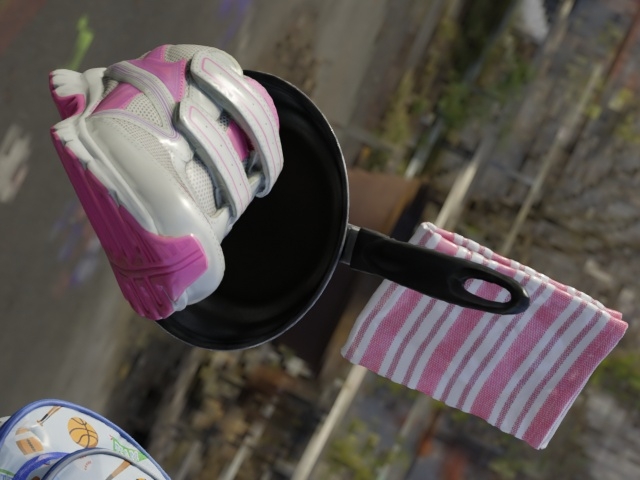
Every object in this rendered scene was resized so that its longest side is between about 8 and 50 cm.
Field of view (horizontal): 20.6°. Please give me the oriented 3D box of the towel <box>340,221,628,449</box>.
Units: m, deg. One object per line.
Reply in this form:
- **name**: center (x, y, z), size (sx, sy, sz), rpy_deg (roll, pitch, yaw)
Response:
- **towel**: center (0.134, 0.080, 1.445), size (0.144, 0.197, 0.029), rpy_deg (-60, -168, 26)

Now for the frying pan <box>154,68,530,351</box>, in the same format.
- **frying pan**: center (-0.004, -0.029, 1.197), size (0.053, 0.326, 0.197), rpy_deg (9, 74, -58)

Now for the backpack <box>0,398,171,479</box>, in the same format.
- **backpack**: center (-0.208, 0.252, 1.306), size (0.213, 0.276, 0.263), rpy_deg (-20, -142, 27)

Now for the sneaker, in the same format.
- **sneaker**: center (-0.074, -0.049, 0.923), size (0.252, 0.111, 0.103), rpy_deg (-115, -177, -62)
